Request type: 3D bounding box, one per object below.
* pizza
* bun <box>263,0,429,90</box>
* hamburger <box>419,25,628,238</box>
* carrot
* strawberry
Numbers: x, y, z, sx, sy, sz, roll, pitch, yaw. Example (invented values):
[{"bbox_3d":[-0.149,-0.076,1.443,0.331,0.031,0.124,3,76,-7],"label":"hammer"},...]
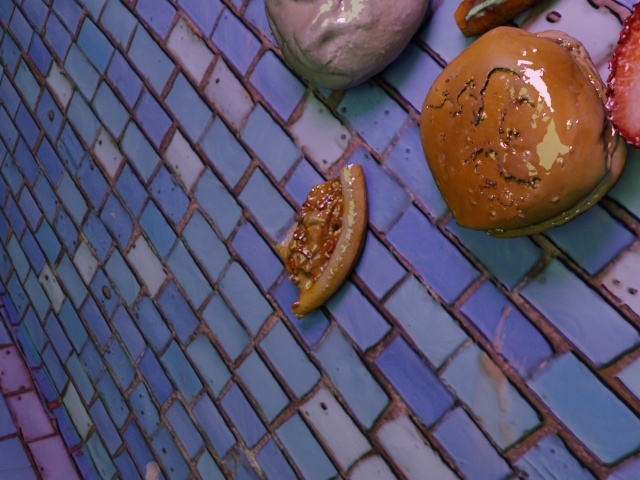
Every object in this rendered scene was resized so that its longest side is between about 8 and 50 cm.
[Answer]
[{"bbox_3d":[0.000,0.000,1.212,0.182,0.074,0.365,35,114,21],"label":"pizza"},{"bbox_3d":[0.024,-0.463,1.060,0.365,0.219,0.364,1,92,41],"label":"bun"},{"bbox_3d":[0.299,-0.157,0.907,0.284,0.174,0.304,-40,62,46],"label":"hamburger"},{"bbox_3d":[0.332,-0.412,0.916,0.260,0.070,0.070,-29,76,36],"label":"carrot"},{"bbox_3d":[0.453,-0.230,0.793,0.167,0.087,0.208,45,96,6],"label":"strawberry"}]
